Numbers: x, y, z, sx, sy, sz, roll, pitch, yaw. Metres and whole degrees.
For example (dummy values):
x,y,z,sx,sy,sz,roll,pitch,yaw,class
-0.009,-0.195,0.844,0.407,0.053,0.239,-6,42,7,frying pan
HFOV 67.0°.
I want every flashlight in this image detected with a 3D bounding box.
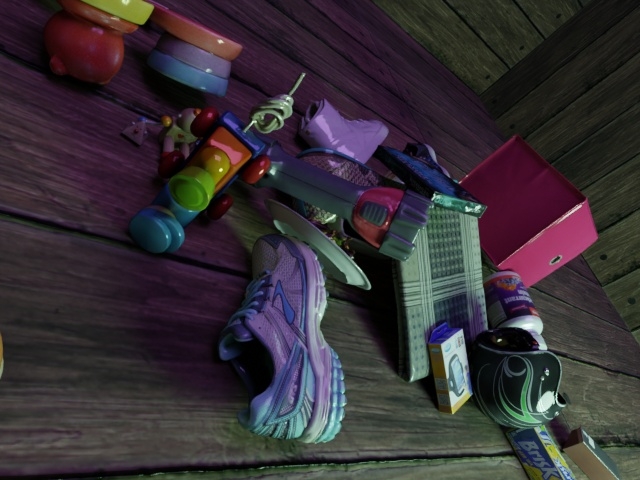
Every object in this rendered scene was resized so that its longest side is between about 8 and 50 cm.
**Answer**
x,y,z,sx,sy,sz,roll,pitch,yaw,class
0.010,-0.074,0.724,0.304,0.103,0.103,25,50,8,flashlight

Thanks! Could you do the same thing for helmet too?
x,y,z,sx,sy,sz,roll,pitch,yaw,class
0.346,0.252,0.866,0.169,0.170,0.161,-20,108,-58,helmet

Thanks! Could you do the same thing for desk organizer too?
x,y,z,sx,sy,sz,roll,pitch,yaw,class
0.583,0.470,1.046,0.130,0.050,0.047,47,31,-6,desk organizer

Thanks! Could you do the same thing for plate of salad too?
x,y,z,sx,sy,sz,roll,pitch,yaw,class
0.000,0.000,0.704,0.200,0.048,0.200,39,-11,9,plate of salad

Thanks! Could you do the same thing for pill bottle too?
x,y,z,sx,sy,sz,roll,pitch,yaw,class
0.449,0.177,1.131,0.108,0.108,0.193,26,38,-34,pill bottle

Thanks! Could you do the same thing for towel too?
x,y,z,sx,sy,sz,roll,pitch,yaw,class
0.215,0.066,0.887,0.312,0.056,0.324,-3,88,-48,towel

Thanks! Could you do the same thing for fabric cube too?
x,y,z,sx,sy,sz,roll,pitch,yaw,class
0.520,-0.062,1.262,0.258,0.254,0.259,31,25,-52,fabric cube

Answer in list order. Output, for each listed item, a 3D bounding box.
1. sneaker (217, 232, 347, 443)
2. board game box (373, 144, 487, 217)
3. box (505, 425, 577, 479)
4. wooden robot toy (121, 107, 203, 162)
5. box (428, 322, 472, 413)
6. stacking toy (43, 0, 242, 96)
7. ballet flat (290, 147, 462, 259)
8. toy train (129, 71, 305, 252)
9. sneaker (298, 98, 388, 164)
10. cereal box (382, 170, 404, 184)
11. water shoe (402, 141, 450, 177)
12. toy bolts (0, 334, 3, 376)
x,y,z,sx,sy,sz,roll,pitch,yaw,class
-0.058,0.094,0.575,0.122,0.110,0.283,10,42,-30,sneaker
0.188,-0.107,0.848,0.126,0.026,0.186,9,29,-32,board game box
0.412,0.414,0.876,0.054,0.059,0.168,7,51,-51,box
-0.185,-0.150,0.694,0.173,0.079,0.076,18,43,-41,wooden robot toy
0.219,0.210,0.813,0.081,0.028,0.136,-16,100,-48,box
-0.301,-0.313,0.745,0.280,0.130,0.309,35,20,29,stacking toy
0.130,-0.050,0.953,0.483,0.164,0.181,4,75,-44,ballet flat
-0.120,-0.089,0.555,0.105,0.248,0.143,42,36,-14,toy train
0.052,-0.257,1.087,0.169,0.108,0.292,48,32,-10,sneaker
0.268,-0.082,1.233,0.240,0.047,0.173,56,30,10,cereal box
0.264,-0.177,1.237,0.080,0.073,0.203,8,40,-20,water shoe
-0.333,0.030,0.310,0.218,0.158,0.228,-13,72,-12,toy bolts
